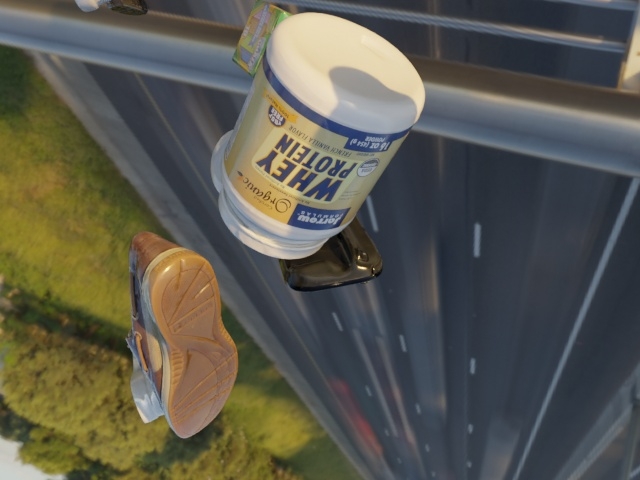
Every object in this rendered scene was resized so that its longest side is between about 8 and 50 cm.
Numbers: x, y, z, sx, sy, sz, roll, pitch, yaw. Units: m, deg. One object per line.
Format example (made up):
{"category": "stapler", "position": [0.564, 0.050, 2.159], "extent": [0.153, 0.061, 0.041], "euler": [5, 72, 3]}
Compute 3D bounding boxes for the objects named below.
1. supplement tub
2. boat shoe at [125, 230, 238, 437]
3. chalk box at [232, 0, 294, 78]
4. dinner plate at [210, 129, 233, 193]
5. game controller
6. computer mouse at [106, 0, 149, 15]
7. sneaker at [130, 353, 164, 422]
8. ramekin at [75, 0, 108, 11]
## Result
{"category": "supplement tub", "position": [-0.015, -0.142, 0.926], "extent": [0.228, 0.228, 0.316], "euler": [26, 132, -5]}
{"category": "boat shoe", "position": [-0.206, 0.135, 0.875], "extent": [0.123, 0.123, 0.342], "euler": [31, 140, 34]}
{"category": "chalk box", "position": [-0.058, -0.348, 1.156], "extent": [0.132, 0.132, 0.213], "euler": [17, -162, -31]}
{"category": "dinner plate", "position": [-0.171, -0.150, 1.228], "extent": [0.141, 0.141, 0.017], "euler": [6, -177, 35]}
{"category": "game controller", "position": [0.000, 0.000, 1.136], "extent": [0.167, 0.319, 0.067], "euler": [-18, 116, -3]}
{"category": "computer mouse", "position": [-0.519, -0.590, 1.512], "extent": [0.071, 0.041, 0.242], "euler": [3, -174, 33]}
{"category": "sneaker", "position": [-0.245, 0.224, 1.129], "extent": [0.292, 0.169, 0.108], "euler": [-153, 43, -72]}
{"category": "ramekin", "position": [-0.367, -0.521, 1.001], "extent": [0.127, 0.272, 0.273], "euler": [-17, 154, -7]}
